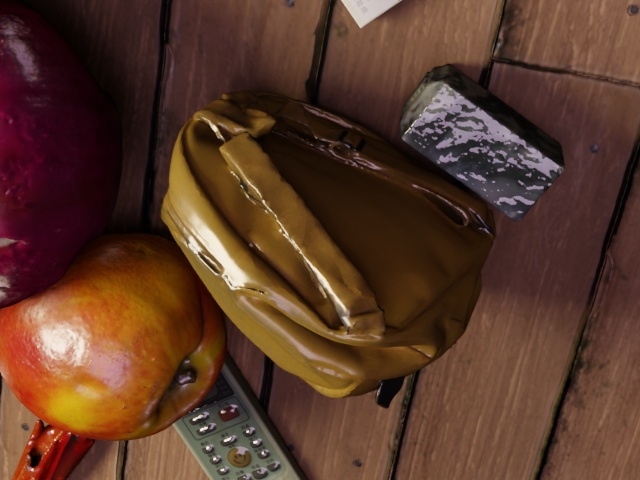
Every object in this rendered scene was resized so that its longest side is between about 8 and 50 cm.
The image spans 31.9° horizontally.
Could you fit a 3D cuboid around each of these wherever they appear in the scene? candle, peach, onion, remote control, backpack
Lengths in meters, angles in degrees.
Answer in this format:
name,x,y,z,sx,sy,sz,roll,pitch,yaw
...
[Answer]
name,x,y,z,sx,sy,sz,roll,pitch,yaw
candle,-0.411,0.356,1.611,0.084,0.059,0.301,34,116,4
peach,-0.259,0.111,1.381,0.281,0.238,0.281,-6,72,20
onion,-0.454,-0.112,1.202,0.398,0.420,0.398,-3,85,35
remote control,-0.121,0.273,1.533,0.123,0.038,0.285,-23,108,18
backpack,0.004,-0.005,1.236,0.378,0.353,0.201,46,127,16

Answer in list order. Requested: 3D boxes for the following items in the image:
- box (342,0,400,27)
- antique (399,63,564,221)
name,x,y,z,sx,sy,sz,roll,pitch,yaw
box,0.080,-0.318,1.232,0.152,0.048,0.100,-30,107,23
antique,0.180,-0.116,1.281,0.183,0.088,0.086,35,114,-6
